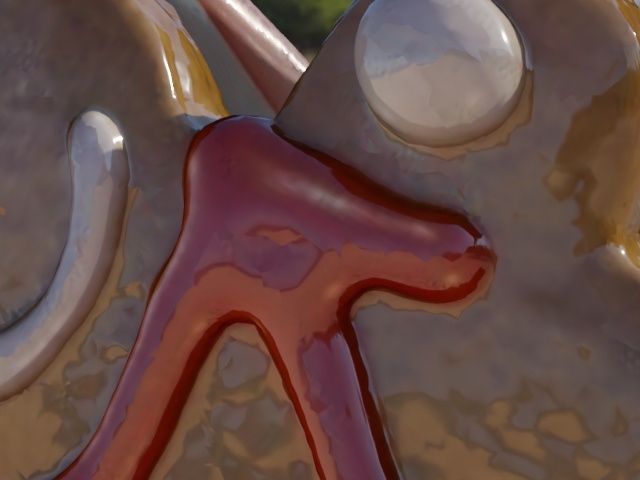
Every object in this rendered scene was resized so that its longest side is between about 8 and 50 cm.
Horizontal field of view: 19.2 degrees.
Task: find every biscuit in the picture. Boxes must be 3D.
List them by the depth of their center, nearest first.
[{"bbox_3d":[0.008,0.047,0.349,0.324,0.205,0.049,37,12,18],"label":"biscuit"}]

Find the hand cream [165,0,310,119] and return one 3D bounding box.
[{"bbox_3d":[-0.012,-0.015,0.438,0.052,0.216,0.038,-33,16,11],"label":"hand cream"}]
